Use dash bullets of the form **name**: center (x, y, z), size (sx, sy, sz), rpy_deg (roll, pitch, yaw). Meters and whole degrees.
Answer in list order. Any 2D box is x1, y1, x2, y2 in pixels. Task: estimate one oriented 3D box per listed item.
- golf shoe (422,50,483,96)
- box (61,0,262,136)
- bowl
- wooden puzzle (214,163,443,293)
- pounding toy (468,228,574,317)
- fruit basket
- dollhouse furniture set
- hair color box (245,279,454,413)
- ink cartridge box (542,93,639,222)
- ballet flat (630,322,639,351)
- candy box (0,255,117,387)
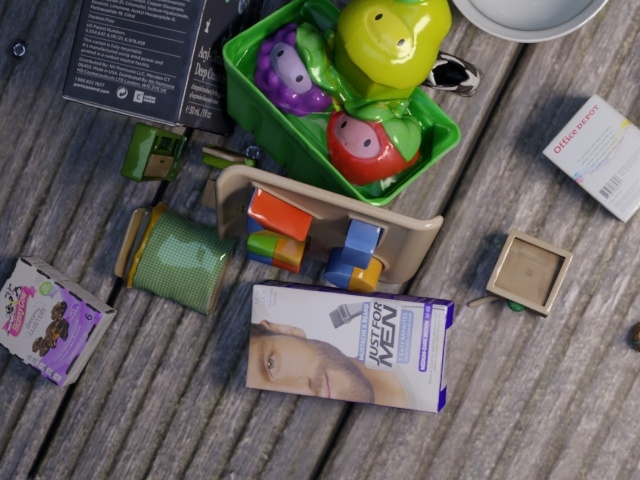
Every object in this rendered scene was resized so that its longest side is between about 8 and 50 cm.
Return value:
- **golf shoe**: center (0.175, -0.297, 1.927), size (0.198, 0.094, 0.077), rpy_deg (13, 96, 14)
- **box**: center (-0.241, -0.394, 1.919), size (0.212, 0.293, 0.396), rpy_deg (14, 95, 12)
- **bowl**: center (0.345, -0.463, 1.860), size (0.297, 0.134, 0.298), rpy_deg (0, 92, 12)
- **wooden puzzle**: center (0.000, 0.000, 1.834), size (0.347, 0.322, 0.081), rpy_deg (13, 72, 0)
- **pounding toy**: center (0.333, 0.067, 1.909), size (0.130, 0.100, 0.141), rpy_deg (23, 86, 11)
- **fruit basket**: center (0.056, -0.255, 1.827), size (0.392, 0.392, 0.283), rpy_deg (45, 57, 8)
- **dollhouse furniture set**: center (-0.253, -0.030, 2.005), size (0.197, 0.151, 0.302), rpy_deg (20, 96, 12)
- **hair color box**: center (0.050, 0.178, 1.964), size (0.338, 0.110, 0.185), rpy_deg (5, 94, 15)
- **ink cartridge box**: center (0.465, -0.132, 1.844), size (0.176, 0.127, 0.128), rpy_deg (43, 101, 8)
- **ballet flat**: center (0.605, 0.136, 1.851), size (0.206, 0.067, 0.073), rpy_deg (-25, 85, 12)
- **candy box**: center (-0.504, 0.148, 2.111), size (0.196, 0.070, 0.165), rpy_deg (33, 99, 10)
